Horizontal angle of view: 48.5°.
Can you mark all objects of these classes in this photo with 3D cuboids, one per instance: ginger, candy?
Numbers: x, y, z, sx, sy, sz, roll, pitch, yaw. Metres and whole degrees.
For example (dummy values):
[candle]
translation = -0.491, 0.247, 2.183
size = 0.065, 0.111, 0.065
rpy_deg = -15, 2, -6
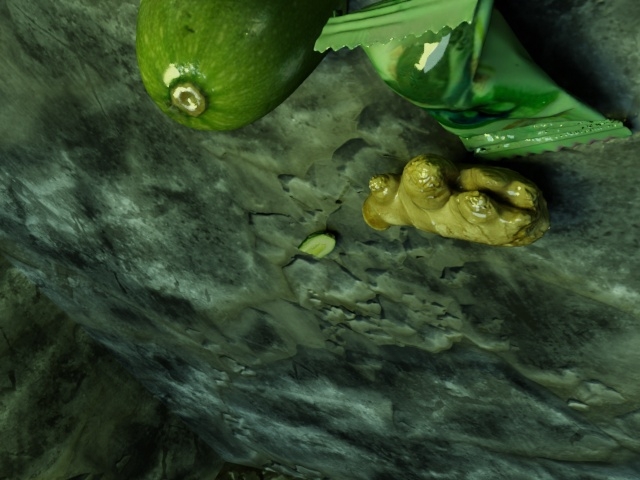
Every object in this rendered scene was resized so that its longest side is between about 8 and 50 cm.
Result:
[ginger]
translation = 0.193, -0.056, 1.202
size = 0.375, 0.236, 0.166
rpy_deg = -9, 87, 35
[candy]
translation = 0.223, -0.215, 0.986
size = 0.398, 0.172, 0.262
rpy_deg = 34, 164, -35

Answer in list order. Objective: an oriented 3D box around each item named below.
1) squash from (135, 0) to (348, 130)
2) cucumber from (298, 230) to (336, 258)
[squash]
translation = -0.147, -0.283, 1.056
size = 0.310, 0.309, 0.310
rpy_deg = 19, 152, 11
[cucumber]
translation = 0.000, 0.000, 1.578
size = 0.067, 0.035, 0.107
rpy_deg = 24, 150, -19
